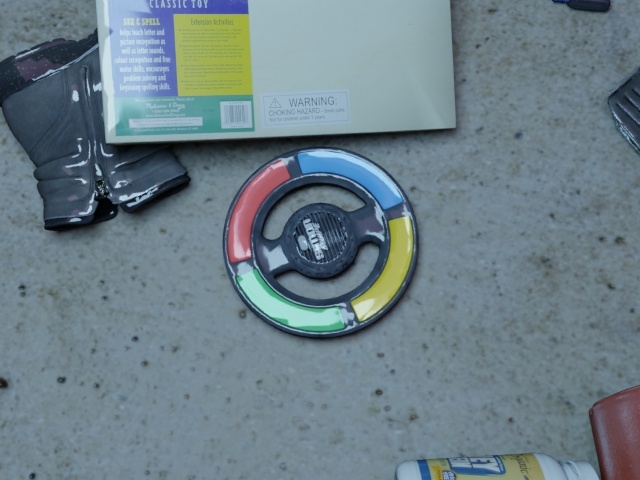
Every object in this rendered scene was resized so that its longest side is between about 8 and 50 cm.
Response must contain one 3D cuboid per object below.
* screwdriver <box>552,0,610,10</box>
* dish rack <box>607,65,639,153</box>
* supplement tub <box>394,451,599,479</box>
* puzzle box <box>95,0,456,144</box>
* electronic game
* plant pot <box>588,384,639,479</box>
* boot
[{"bbox_3d":[0.279,-0.306,1.089,0.170,0.024,0.025,5,106,9],"label":"screwdriver"},{"bbox_3d":[0.491,-0.185,1.027,0.271,0.074,0.208,-41,79,-8],"label":"dish rack"},{"bbox_3d":[0.180,0.294,0.884,0.199,0.144,0.144,-3,77,0],"label":"supplement tub"},{"bbox_3d":[-0.049,-0.252,0.980,0.409,0.052,0.272,-4,94,-14],"label":"puzzle box"},{"bbox_3d":[0.000,0.000,1.005,0.229,0.048,0.229,0,77,1],"label":"electronic game"},{"bbox_3d":[0.397,0.270,0.841,0.272,0.272,0.265,-10,68,-1],"label":"plant pot"},{"bbox_3d":[-0.203,-0.159,1.029,0.338,0.118,0.223,-27,85,2],"label":"boot"}]
